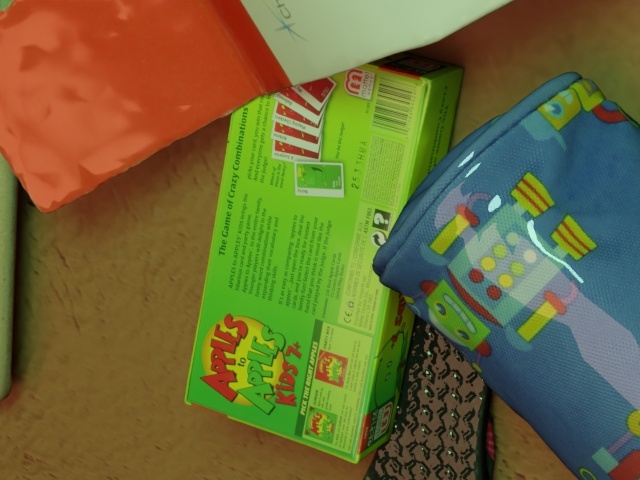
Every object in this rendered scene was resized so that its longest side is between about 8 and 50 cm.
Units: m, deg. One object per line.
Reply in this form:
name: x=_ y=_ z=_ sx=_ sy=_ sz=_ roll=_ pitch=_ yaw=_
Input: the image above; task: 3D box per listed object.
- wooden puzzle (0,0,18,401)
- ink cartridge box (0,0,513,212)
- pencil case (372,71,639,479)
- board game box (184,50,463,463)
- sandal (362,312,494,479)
wooden puzzle: x=-0.309 y=-0.090 z=1.008 sx=0.348 sy=0.080 sz=0.322 roll=19 pitch=121 yaw=20
ink cartridge box: x=-0.065 y=-0.197 z=0.756 sx=0.385 sy=0.091 sz=0.308 roll=-27 pitch=103 yaw=26
pencil case: x=0.168 y=0.065 z=0.796 sx=0.306 sy=0.133 sz=0.119 roll=43 pitch=148 yaw=6
board game box: x=0.000 y=0.000 z=0.883 sx=0.092 sy=0.043 sz=0.181 roll=17 pitch=108 yaw=22
sandal: x=0.056 y=0.098 z=0.928 sx=0.067 sy=0.040 sz=0.179 roll=14 pitch=104 yaw=16
